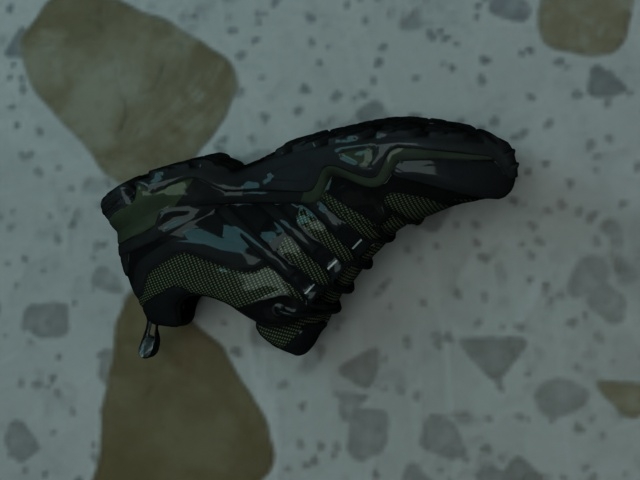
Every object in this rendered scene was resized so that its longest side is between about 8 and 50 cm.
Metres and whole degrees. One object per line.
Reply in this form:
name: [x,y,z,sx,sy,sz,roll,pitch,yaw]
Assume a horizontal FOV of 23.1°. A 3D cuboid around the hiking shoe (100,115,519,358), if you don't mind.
hiking shoe: [0.000,0.000,0.842,0.226,0.086,0.114,-10,98,16]
